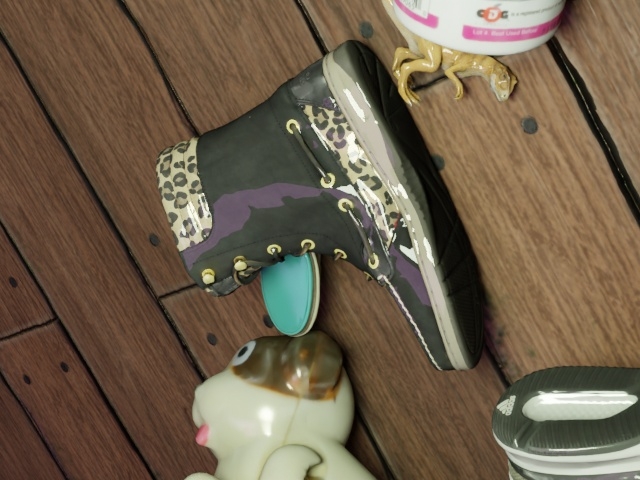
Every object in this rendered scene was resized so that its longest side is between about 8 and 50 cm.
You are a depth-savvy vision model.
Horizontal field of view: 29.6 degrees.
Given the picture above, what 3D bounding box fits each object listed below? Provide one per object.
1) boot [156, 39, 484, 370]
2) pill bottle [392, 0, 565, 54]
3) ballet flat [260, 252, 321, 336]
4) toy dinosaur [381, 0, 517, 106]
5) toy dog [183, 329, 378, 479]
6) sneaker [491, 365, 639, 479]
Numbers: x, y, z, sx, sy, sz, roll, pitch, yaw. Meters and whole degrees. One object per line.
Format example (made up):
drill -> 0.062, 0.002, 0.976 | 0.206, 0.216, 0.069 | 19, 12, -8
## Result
boot -> 0.000, 0.000, 1.357 | 0.284, 0.138, 0.377 | -22, 98, 23
pill bottle -> 0.157, -0.321, 1.060 | 0.160, 0.160, 0.283 | 28, 132, 25
ballet flat -> -0.036, -0.008, 1.488 | 0.086, 0.086, 0.248 | 5, 111, 39
toy dinosaur -> 0.109, -0.208, 1.263 | 0.211, 0.064, 0.112 | 38, 118, 3
toy dog -> -0.018, 0.314, 1.521 | 0.284, 0.395, 0.407 | 115, 137, -69
sneaker -> 0.412, 0.257, 1.211 | 0.448, 0.169, 0.257 | -1, 126, 26
